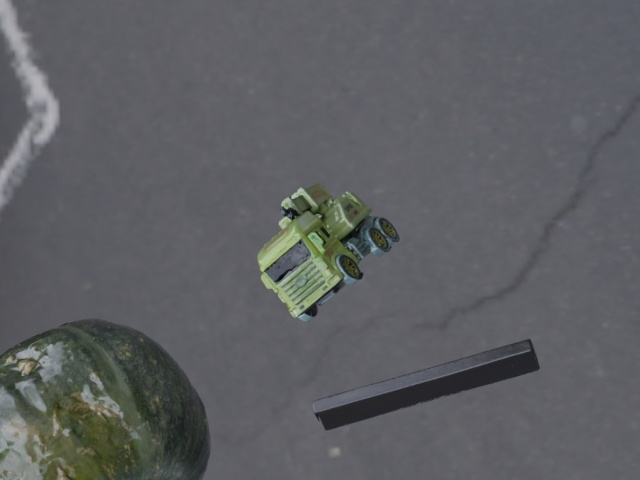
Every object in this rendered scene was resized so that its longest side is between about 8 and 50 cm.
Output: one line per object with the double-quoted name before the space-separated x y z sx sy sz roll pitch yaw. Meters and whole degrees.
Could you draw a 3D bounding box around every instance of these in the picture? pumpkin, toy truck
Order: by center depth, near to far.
"toy truck" 0.000 0.000 1.472 0.077 0.169 0.100 -41 90 28
"pumpkin" -0.302 0.255 1.873 0.257 0.327 0.292 37 145 35

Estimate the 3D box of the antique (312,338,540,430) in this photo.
"antique" 0.088 0.122 1.321 0.031 0.192 0.015 66 -169 -45
